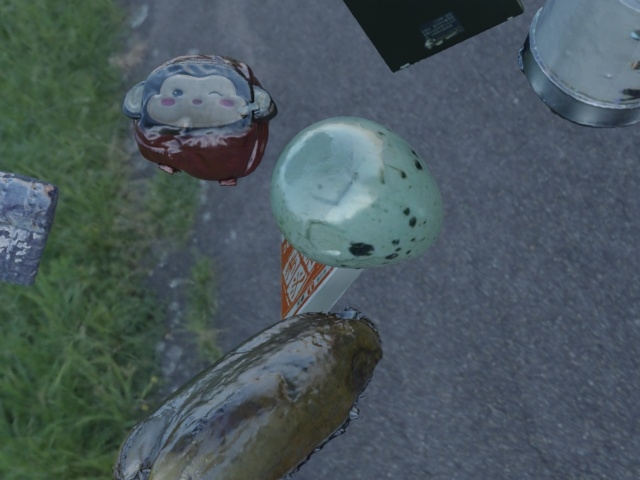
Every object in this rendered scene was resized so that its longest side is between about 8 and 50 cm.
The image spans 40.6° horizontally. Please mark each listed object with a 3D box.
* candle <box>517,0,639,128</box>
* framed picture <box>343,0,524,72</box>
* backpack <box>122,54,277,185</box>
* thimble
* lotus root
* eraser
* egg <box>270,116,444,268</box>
[{"bbox_3d":[0.347,-0.275,0.932,0.187,0.330,0.187,3,62,-5],"label":"candle"},{"bbox_3d":[0.131,-0.444,1.362,0.255,0.338,0.014,-20,33,33],"label":"framed picture"},{"bbox_3d":[-0.175,-0.194,1.300,0.229,0.139,0.229,3,49,-3],"label":"backpack"},{"bbox_3d":[-0.424,-0.016,1.191,0.150,0.098,0.150,-164,90,-75],"label":"thimble"},{"bbox_3d":[-0.057,0.147,0.861,0.167,0.078,0.329,21,41,32],"label":"lotus root"},{"bbox_3d":[0.000,0.000,1.121,0.157,0.038,0.230,-53,25,33],"label":"eraser"},{"bbox_3d":[0.036,-0.032,0.730,0.131,0.164,0.131,-44,33,38],"label":"egg"}]
